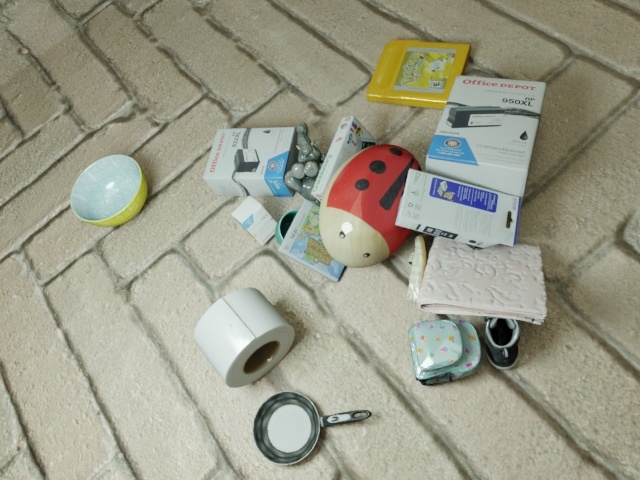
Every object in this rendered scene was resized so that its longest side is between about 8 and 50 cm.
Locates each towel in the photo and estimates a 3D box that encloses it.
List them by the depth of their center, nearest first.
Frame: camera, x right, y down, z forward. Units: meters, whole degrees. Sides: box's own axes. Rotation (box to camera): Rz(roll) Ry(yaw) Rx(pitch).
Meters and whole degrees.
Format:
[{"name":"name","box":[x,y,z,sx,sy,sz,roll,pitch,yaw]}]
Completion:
[{"name":"towel","box":[0.447,0.100,1.399,0.317,0.053,0.331,6,32,18]}]

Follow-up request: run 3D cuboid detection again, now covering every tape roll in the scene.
[{"name":"tape roll","box":[-0.219,0.282,1.476,0.246,0.246,0.169,-42,62,-7]}]

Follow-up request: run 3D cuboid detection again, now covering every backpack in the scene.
[{"name":"backpack","box":[0.340,0.293,1.372,0.189,0.144,0.165,-10,57,8]}]

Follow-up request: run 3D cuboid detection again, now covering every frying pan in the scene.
[{"name":"frying pan","box":[-0.039,0.493,1.430,0.326,0.053,0.197,-30,60,-3]}]

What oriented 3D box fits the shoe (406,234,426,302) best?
[{"name":"shoe","box":[0.288,0.083,1.526,0.058,0.076,0.218,0,66,10]}]

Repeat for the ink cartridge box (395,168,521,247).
[{"name":"ink cartridge box","box":[0.391,-0.083,1.442,0.333,0.065,0.165,15,68,2]}]

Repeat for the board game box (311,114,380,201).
[{"name":"board game box","box":[0.096,-0.231,1.669,0.053,0.193,0.305,1,61,45]}]

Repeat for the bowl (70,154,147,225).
[{"name":"bowl","box":[-0.759,-0.161,1.898,0.290,0.156,0.289,-6,64,13]}]

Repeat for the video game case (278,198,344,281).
[{"name":"video game case","box":[0.000,0.000,1.615,0.213,0.023,0.193,29,72,-10]}]

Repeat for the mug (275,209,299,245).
[{"name":"mug","box":[-0.080,-0.014,1.659,0.130,0.097,0.157,-12,82,-19]}]

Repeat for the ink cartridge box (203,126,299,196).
[{"name":"ink cartridge box","box":[-0.238,-0.283,1.825,0.308,0.129,0.223,3,65,17]}]

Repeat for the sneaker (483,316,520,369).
[{"name":"sneaker","box":[0.483,0.201,1.367,0.101,0.153,0.268,-7,63,13]}]

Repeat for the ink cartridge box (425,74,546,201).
[{"name":"ink cartridge box","box":[0.513,-0.320,1.570,0.286,0.166,0.394,12,56,20]}]

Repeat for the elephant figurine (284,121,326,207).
[{"name":"elephant figurine","box":[-0.029,-0.260,1.752,0.170,0.186,0.239,18,36,-13]}]

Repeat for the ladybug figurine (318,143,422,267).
[{"name":"ladybug figurine","box":[0.177,-0.124,1.544,0.305,0.162,0.449,35,67,-13]}]

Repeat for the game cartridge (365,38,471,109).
[{"name":"game cartridge","box":[0.360,-0.619,1.868,0.324,0.052,0.285,13,68,20]}]

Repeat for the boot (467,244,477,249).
[{"name":"boot","box":[0.475,-0.057,1.522,0.198,0.076,0.137,-41,46,-10]}]

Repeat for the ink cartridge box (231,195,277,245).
[{"name":"ink cartridge box","box":[-0.213,-0.061,1.710,0.092,0.143,0.090,-45,44,-8]}]
